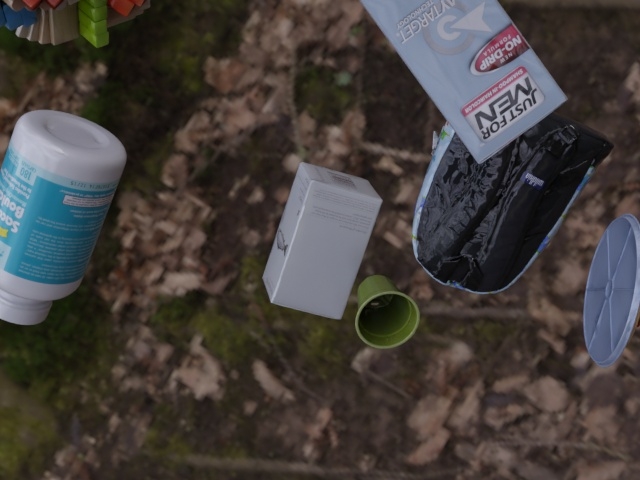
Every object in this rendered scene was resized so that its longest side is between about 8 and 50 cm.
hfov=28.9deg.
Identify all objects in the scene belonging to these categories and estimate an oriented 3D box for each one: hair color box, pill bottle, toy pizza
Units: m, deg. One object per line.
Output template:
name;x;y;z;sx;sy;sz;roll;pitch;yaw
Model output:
hair color box;0.099;-0.268;1.289;0.113;0.374;0.185;-36;3;11
pill bottle;-0.358;-0.024;1.605;0.146;0.146;0.264;-111;41;-62
toy pizza;0.387;0.066;1.603;0.201;0.032;0.201;-170;90;-85

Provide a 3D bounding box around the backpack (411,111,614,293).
backpack;0.309;-0.077;2.219;0.273;0.290;0.356;-87;19;-83

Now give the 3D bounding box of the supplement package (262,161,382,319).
supplement package;0.000;0.000;1.693;0.105;0.105;0.179;-120;47;-69

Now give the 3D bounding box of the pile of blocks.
pile of blocks;-0.356;-0.308;1.606;0.112;0.362;0.149;41;119;34

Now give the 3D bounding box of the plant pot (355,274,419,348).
plant pot;0.079;0.085;1.604;0.083;0.083;0.079;-51;24;14
